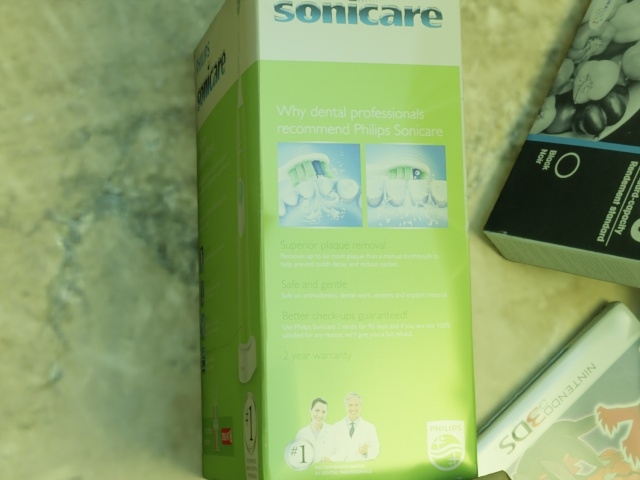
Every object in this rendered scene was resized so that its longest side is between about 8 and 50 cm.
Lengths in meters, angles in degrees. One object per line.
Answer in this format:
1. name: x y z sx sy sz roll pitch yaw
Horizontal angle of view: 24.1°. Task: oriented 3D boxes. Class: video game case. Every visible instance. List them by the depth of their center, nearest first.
1. video game case: 0.199 0.174 0.994 0.183 0.023 0.201 -42 94 -15

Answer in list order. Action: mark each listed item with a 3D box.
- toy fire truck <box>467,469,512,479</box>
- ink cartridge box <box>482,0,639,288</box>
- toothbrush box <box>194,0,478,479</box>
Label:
1. toy fire truck: 0.065 0.224 0.838 0.217 0.158 0.246 -26 111 -9
2. ink cartridge box: 0.227 -0.068 0.945 0.045 0.208 0.206 39 73 -41
3. toothbrush box: 0.000 0.000 0.874 0.122 0.206 0.283 -1 82 -14
